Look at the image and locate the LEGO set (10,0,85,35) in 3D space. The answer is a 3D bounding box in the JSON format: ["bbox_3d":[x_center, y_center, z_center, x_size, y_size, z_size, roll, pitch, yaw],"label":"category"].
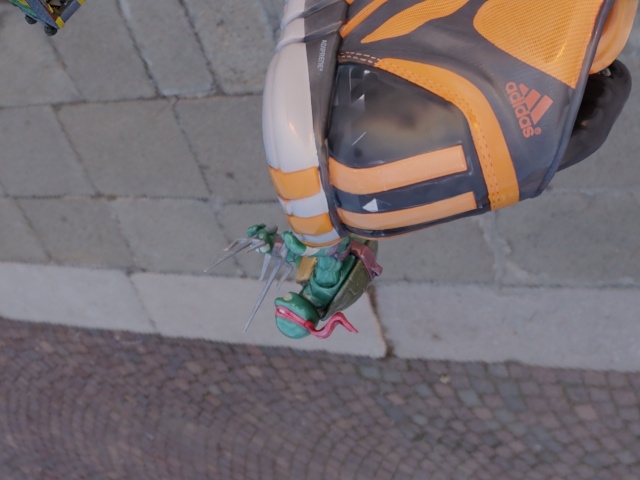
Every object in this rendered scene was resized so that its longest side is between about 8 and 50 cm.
[{"bbox_3d":[-0.326,-0.398,0.949,0.255,0.192,0.331,30,165,33],"label":"LEGO set"}]

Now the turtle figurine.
[{"bbox_3d":[0.000,0.000,0.781,0.118,0.234,0.175,40,160,-19],"label":"turtle figurine"}]

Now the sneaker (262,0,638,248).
[{"bbox_3d":[0.075,-0.132,0.492,0.180,0.321,0.124,-8,143,13],"label":"sneaker"}]
